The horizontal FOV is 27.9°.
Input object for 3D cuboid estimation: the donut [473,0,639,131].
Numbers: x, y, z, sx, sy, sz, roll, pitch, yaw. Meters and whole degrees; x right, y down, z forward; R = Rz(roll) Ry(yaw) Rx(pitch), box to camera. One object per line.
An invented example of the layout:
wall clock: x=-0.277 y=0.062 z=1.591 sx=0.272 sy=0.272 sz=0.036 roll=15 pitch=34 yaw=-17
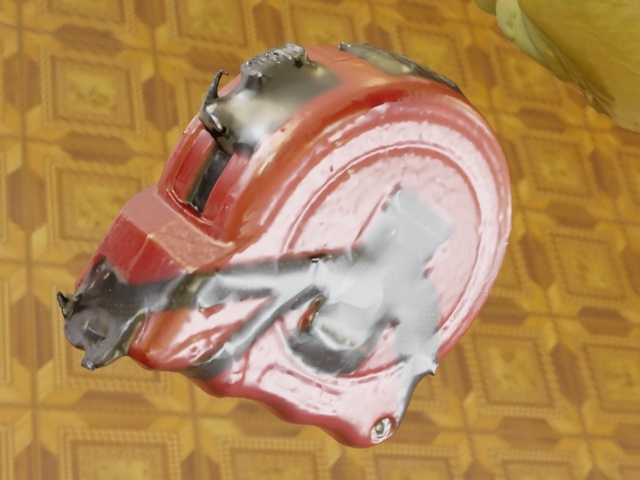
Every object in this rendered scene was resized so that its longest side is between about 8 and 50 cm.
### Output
donut: x=0.199 y=-0.221 z=0.543 sx=0.170 sy=0.360 sz=0.360 roll=32 pitch=47 yaw=-10

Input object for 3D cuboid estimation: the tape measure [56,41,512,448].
tape measure: x=0.001 y=0.000 z=0.816 sx=0.253 sy=0.260 sz=0.114 roll=30 pitch=5 yaw=-43
